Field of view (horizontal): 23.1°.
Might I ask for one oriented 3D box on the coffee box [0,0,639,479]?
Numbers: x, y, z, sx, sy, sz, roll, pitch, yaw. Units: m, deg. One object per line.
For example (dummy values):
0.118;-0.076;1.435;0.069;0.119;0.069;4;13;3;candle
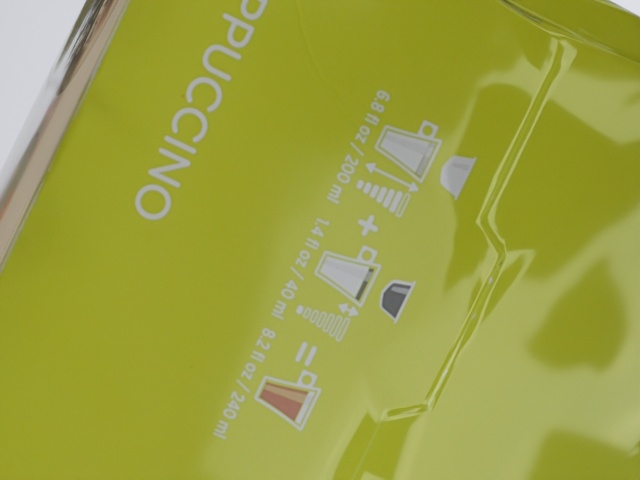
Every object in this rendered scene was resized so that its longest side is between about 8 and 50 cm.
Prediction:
0.000;0.000;0.863;0.337;0.338;0.334;-64;-167;3;coffee box
